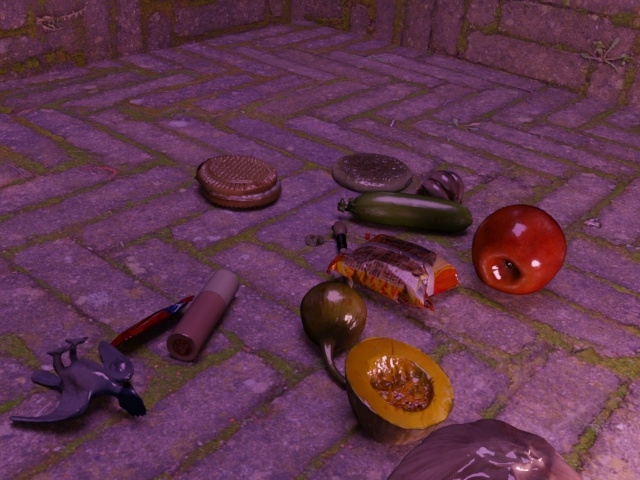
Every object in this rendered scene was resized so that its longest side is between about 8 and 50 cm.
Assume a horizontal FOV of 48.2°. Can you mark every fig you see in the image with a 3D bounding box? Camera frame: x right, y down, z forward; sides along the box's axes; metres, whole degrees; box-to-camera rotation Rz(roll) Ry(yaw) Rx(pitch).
[{"bbox_3d":[0.028,0.202,1.487,0.149,0.149,0.245,3,49,-2],"label":"fig"}]

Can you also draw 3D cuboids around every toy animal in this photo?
[{"bbox_3d":[-0.438,0.268,1.321,0.255,0.176,0.239,-18,10,37],"label":"toy animal"}]

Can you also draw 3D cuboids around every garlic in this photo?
[{"bbox_3d":[0.368,-0.121,2.073,0.131,0.127,0.194,-13,53,-33],"label":"garlic"},{"bbox_3d":[0.243,0.386,1.025,0.318,0.259,0.317,2,34,-1],"label":"garlic"}]

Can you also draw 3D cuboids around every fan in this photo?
[{"bbox_3d":[-0.006,-0.004,1.918,0.080,0.003,0.060,-9,34,-22],"label":"fan"}]

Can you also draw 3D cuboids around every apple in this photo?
[{"bbox_3d":[0.477,0.022,1.727,0.218,0.218,0.201,17,40,20],"label":"apple"}]

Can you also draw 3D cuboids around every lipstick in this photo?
[{"bbox_3d":[-0.248,0.155,1.543,0.070,0.070,0.254,10,31,10],"label":"lipstick"}]

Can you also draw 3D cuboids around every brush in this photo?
[{"bbox_3d":[0.057,0.034,1.830,0.039,0.042,0.299,-22,30,10],"label":"brush"}]

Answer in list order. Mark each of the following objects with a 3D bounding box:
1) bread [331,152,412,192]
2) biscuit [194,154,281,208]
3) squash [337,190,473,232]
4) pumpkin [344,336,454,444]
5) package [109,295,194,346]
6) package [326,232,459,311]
[{"bbox_3d":[0.165,-0.221,2.282,0.267,0.040,0.267,4,30,-2],"label":"bread"},{"bbox_3d":[-0.241,-0.177,2.110,0.259,0.079,0.259,3,30,-2],"label":"biscuit"},{"bbox_3d":[0.237,-0.084,1.998,0.379,0.101,0.101,7,30,6],"label":"squash"},{"bbox_3d":[0.134,0.294,1.337,0.217,0.110,0.217,14,28,-8],"label":"pumpkin"},{"bbox_3d":[-0.357,0.171,1.515,0.083,0.022,0.200,-20,9,42],"label":"package"},{"bbox_3d":[0.184,0.062,1.716,0.288,0.108,0.223,26,32,22],"label":"package"}]
